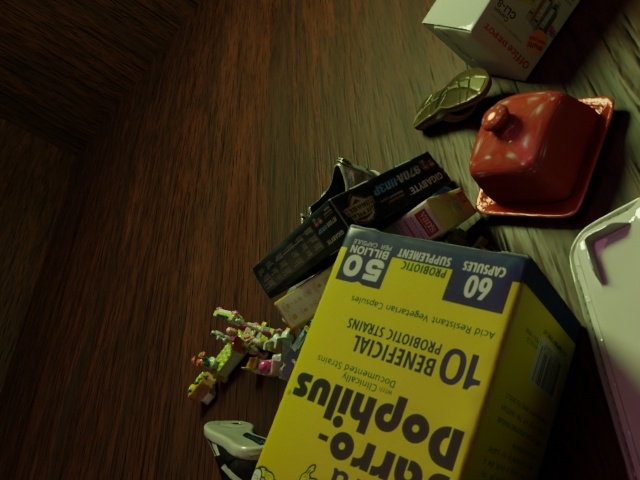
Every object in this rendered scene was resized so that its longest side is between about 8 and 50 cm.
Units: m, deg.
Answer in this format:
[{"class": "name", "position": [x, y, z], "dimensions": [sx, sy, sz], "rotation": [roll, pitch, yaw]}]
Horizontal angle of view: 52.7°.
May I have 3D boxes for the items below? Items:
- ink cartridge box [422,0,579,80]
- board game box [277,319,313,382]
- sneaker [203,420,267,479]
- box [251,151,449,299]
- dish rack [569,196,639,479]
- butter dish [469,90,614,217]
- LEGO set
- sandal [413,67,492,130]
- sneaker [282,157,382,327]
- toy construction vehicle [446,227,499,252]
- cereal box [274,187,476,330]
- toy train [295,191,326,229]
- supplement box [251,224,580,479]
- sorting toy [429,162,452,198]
[{"class": "ink cartridge box", "position": [0.260, -0.335, 0.902], "dimensions": [0.176, 0.128, 0.127], "rotation": [-57, 32, 7]}, {"class": "board game box", "position": [0.021, 0.170, 0.911], "dimensions": [0.141, 0.048, 0.170], "rotation": [-58, 31, 1]}, {"class": "sneaker", "position": [-0.129, 0.342, 0.960], "dimensions": [0.217, 0.079, 0.121], "rotation": [168, 104, -70]}, {"class": "box", "position": [0.032, -0.016, 0.811], "dimensions": [0.175, 0.051, 0.220], "rotation": [-28, -7, -38]}, {"class": "dish rack", "position": [0.343, 0.062, 0.519], "dimensions": [0.285, 0.072, 0.333], "rotation": [-35, 38, 36]}, {"class": "butter dish", "position": [0.238, -0.119, 0.767], "dimensions": [0.160, 0.118, 0.160], "rotation": [7, 71, 56]}, {"class": "LEGO set", "position": [-0.160, 0.186, 1.101], "dimensions": [0.287, 0.107, 0.132], "rotation": [-26, 45, 43]}, {"class": "sandal", "position": [0.201, -0.202, 0.963], "dimensions": [0.072, 0.049, 0.180], "rotation": [-65, 16, -19]}, {"class": "sneaker", "position": [0.000, 0.000, 1.014], "dimensions": [0.105, 0.115, 0.281], "rotation": [20, 82, 58]}, {"class": "toy construction vehicle", "position": [0.174, 0.024, 0.822], "dimensions": [0.086, 0.035, 0.098], "rotation": [-53, 32, 12]}, {"class": "cereal box", "position": [0.074, 0.020, 0.826], "dimensions": [0.240, 0.173, 0.047], "rotation": [-36, 84, 25]}, {"class": "toy train", "position": [-0.003, -0.032, 1.119], "dimensions": [0.166, 0.046, 0.125], "rotation": [-51, 6, 32]}, {"class": "supplement box", "position": [0.086, 0.193, 0.616], "dimensions": [0.194, 0.195, 0.356], "rotation": [11, 73, 38]}, {"class": "sorting toy", "position": [0.165, -0.061, 0.909], "dimensions": [0.061, 0.042, 0.102], "rotation": [158, 122, -66]}]
